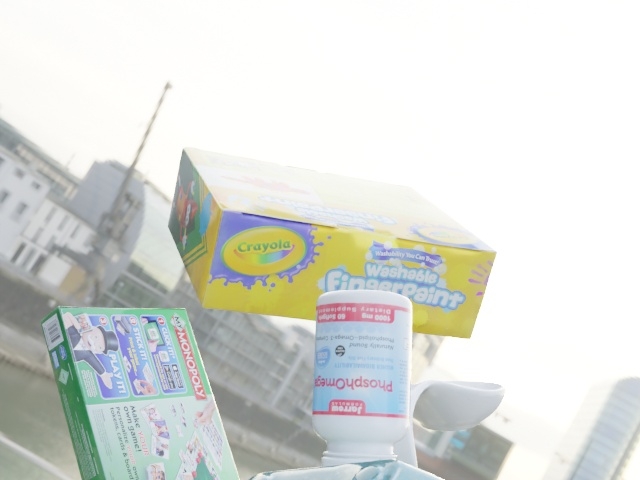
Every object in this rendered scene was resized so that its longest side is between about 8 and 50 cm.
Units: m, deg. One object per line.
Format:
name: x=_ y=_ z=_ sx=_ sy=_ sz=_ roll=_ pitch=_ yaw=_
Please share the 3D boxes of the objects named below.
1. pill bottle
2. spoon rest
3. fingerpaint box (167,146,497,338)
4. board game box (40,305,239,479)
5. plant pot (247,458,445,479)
pill bottle: x=0.036 y=0.128 z=0.817 sx=0.087 sy=0.160 sz=0.087 roll=2 pitch=-12 yaw=0
spoon rest: x=0.131 y=0.192 z=1.085 sx=0.137 sy=0.084 sz=0.276 roll=-3 pitch=4 yaw=25
fingerpaint box: x=0.000 y=0.000 z=1.529 sx=0.445 sy=0.163 sz=0.371 roll=8 pitch=16 yaw=-21
board game box: x=-0.213 y=0.235 z=1.162 sx=0.214 sy=0.046 sz=0.317 roll=8 pitch=55 yaw=-52
plant pot: x=0.026 y=0.302 z=0.665 sx=0.247 sy=0.248 sz=0.252 roll=-15 pitch=-69 yaw=34
